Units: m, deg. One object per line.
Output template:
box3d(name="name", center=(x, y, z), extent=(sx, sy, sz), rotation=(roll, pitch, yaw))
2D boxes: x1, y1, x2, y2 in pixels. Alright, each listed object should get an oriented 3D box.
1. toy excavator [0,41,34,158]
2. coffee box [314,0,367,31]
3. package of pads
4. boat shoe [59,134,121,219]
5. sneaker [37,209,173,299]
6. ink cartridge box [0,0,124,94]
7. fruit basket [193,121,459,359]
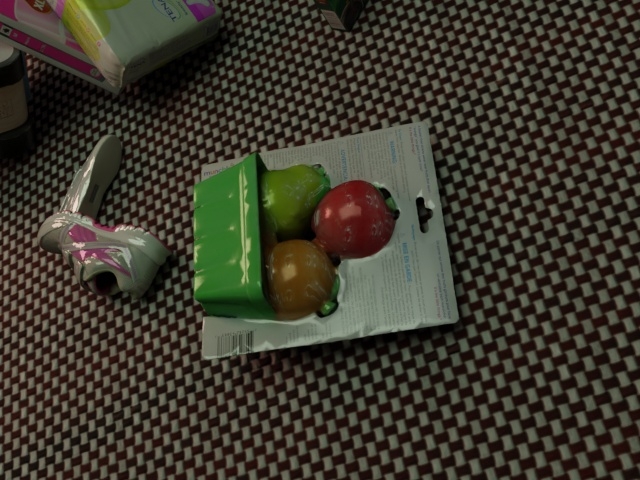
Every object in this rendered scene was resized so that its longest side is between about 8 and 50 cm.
box3d(name="toy excavator", center=(-0.668, -0.374, 1.677), extent=(0.433, 0.222, 0.445), rotation=(-25, 59, -26))
box3d(name="coffee box", center=(0.023, -0.435, 1.434), extent=(0.040, 0.184, 0.113), rotation=(22, 75, 33))
box3d(name="package of pads", center=(-0.345, -0.431, 1.533), extent=(0.229, 0.101, 0.296), rotation=(-36, 85, -27))
box3d(name="boat shoe", center=(-0.403, -0.101, 1.543), extent=(0.063, 0.066, 0.184), rotation=(11, 80, 28))
box3d(name="sneaker", center=(-0.365, 0.028, 1.429), extent=(0.252, 0.103, 0.111), rotation=(9, 68, 30))
box3d(name="ink cartridge box", center=(-0.498, -0.404, 1.558), extent=(0.069, 0.371, 0.175), rotation=(-46, 32, 41))
box3d(name="fruit basket", center=(0.000, 0.000, 1.266), extent=(0.353, 0.165, 0.327), rotation=(-8, 61, 4))
